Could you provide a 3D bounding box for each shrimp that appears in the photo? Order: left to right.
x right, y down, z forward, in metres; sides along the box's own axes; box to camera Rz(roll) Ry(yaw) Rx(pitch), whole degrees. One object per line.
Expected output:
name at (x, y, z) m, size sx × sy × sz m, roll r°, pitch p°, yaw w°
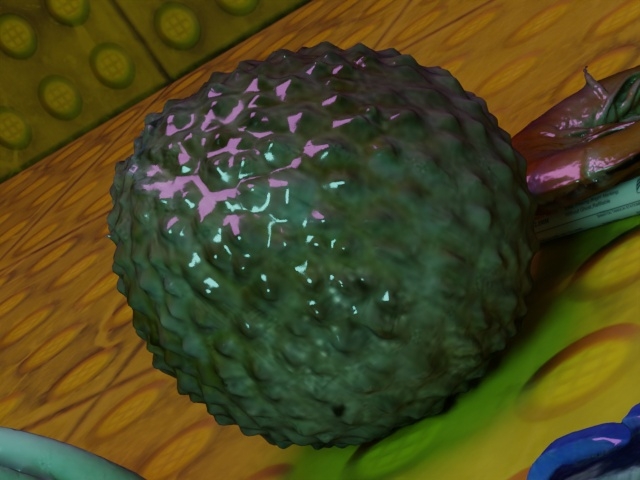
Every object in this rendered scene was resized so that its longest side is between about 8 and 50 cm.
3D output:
shrimp at (0.204, -0.081, 1.219) m, size 0.150 × 0.068 × 0.248 m, roll -7°, pitch 24°, yaw 48°

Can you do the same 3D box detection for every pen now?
pen at (0.165, -0.016, 1.208) m, size 0.204 × 0.025 × 0.025 m, roll -19°, pitch 21°, yaw 49°

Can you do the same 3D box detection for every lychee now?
lychee at (0.000, 0.000, 1.100) m, size 0.255 × 0.274 × 0.255 m, roll -39°, pitch 38°, yaw 40°

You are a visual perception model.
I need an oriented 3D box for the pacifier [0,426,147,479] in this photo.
pacifier at (-0.213, 0.219, 0.971) m, size 0.288 × 0.269 × 0.343 m, roll -7°, pitch -25°, yaw 9°

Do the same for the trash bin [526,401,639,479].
trash bin at (0.185, 0.076, 0.602) m, size 0.184 × 0.162 × 0.234 m, roll -23°, pitch 13°, yaw 40°
